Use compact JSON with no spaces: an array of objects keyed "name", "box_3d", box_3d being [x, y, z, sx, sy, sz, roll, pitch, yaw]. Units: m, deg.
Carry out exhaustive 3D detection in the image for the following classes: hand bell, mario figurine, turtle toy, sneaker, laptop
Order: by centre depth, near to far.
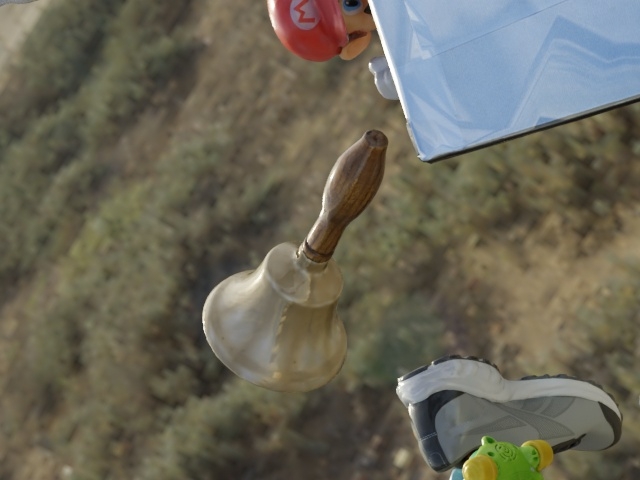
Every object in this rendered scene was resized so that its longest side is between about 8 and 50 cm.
[{"name":"laptop","box_3d":[-0.009,-0.238,1.064,0.382,0.407,0.236,-15,59,66]},{"name":"hand bell","box_3d":[0.000,0.000,1.536,0.242,0.126,0.126,116,162,-45]},{"name":"turtle toy","box_3d":[0.147,0.220,1.565,0.066,0.095,0.130,-23,79,45]},{"name":"sneaker","box_3d":[0.179,0.179,1.812,0.100,0.271,0.108,-29,61,41]},{"name":"mario figurine","box_3d":[0.094,-0.270,1.988,0.198,0.320,0.170,49,147,33]}]

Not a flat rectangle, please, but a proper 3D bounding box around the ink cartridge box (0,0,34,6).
[{"name":"ink cartridge box","box_3d":[-0.283,-0.248,1.209,0.261,0.296,0.066,-6,56,46]}]
